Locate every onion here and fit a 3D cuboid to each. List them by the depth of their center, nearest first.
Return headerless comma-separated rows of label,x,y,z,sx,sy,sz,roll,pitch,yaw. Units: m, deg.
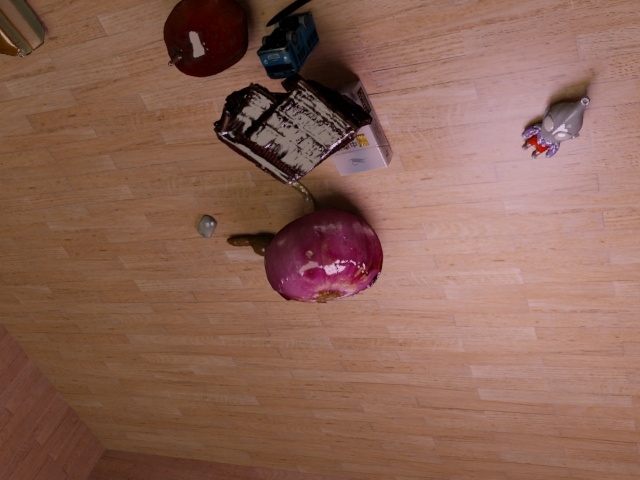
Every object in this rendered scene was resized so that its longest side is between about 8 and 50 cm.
onion,0.018,0.035,2.127,0.358,0.345,0.358,12,151,7

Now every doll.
doll,0.570,-0.275,1.709,0.102,0.075,0.227,41,147,-1

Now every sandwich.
sandwich,-0.922,-0.654,2.011,0.227,0.155,0.198,15,135,12

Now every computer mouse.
computer mouse,-0.391,-0.039,2.419,0.055,0.032,0.110,29,136,-1

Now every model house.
model house,-0.052,-0.313,1.700,0.317,0.297,0.282,38,159,-3

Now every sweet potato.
sweet potato,-0.197,0.013,2.351,0.269,0.075,0.075,16,136,27

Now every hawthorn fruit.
hawthorn fruit,-0.299,-0.515,1.793,0.215,0.249,0.215,37,152,24

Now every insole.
insole,-0.040,-0.578,1.717,0.231,0.080,0.003,-22,125,30

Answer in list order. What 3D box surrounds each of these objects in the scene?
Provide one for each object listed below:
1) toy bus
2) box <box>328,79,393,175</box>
toy bus,-0.077,-0.477,1.749,0.090,0.185,0.106,0,133,26
box,0.081,-0.299,1.923,0.155,0.067,0.243,-8,125,34
